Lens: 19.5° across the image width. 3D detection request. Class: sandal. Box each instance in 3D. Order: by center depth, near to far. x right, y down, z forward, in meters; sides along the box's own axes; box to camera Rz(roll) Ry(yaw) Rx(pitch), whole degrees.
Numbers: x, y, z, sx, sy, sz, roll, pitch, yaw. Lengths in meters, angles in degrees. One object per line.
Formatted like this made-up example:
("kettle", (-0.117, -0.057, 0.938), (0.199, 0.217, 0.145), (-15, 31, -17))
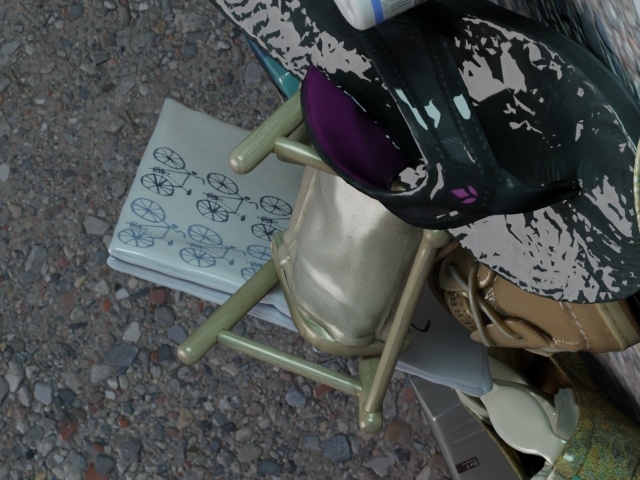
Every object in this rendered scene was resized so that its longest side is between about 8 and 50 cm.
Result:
("sandal", (0.035, -0.096, 1.160), (0.446, 0.107, 0.167), (41, 139, 30))

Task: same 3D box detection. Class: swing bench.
("swing bench", (0.027, -0.044, 1.378), (0.253, 0.165, 0.254), (107, -175, -51))

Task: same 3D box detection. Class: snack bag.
("snack bag", (0.000, 0.000, 1.611), (0.323, 0.342, 0.037), (-79, 11, -64))

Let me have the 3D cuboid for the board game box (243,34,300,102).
("board game box", (0.039, -0.100, 2.022), (0.336, 0.079, 0.254), (57, 180, -26))

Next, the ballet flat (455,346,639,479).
("ballet flat", (0.176, 0.135, 1.602), (0.123, 0.123, 0.348), (66, 174, -26))

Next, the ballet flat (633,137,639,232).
("ballet flat", (0.205, 0.025, 0.913), (0.067, 0.073, 0.206), (-61, -50, -77))

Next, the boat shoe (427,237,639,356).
("boat shoe", (0.153, 0.040, 1.404), (0.341, 0.110, 0.121), (-161, 45, -85))

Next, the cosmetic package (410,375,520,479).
("cosmetic package", (0.199, 0.232, 1.975), (0.238, 0.127, 0.107), (64, 178, -25))

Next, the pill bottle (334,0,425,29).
("pill bottle", (0.064, -0.174, 0.988), (0.078, 0.137, 0.078), (63, 176, 8))
